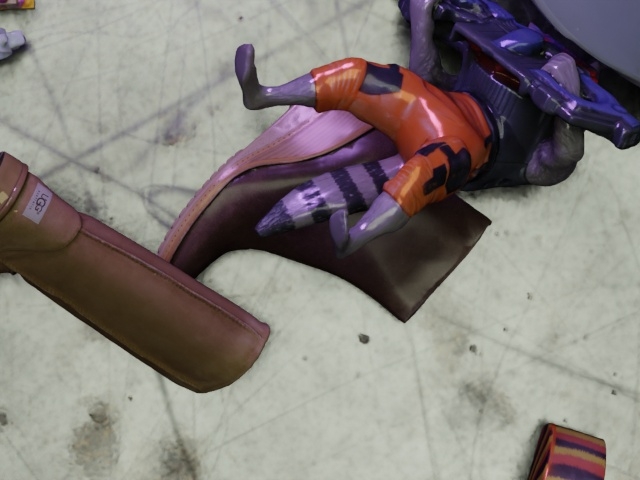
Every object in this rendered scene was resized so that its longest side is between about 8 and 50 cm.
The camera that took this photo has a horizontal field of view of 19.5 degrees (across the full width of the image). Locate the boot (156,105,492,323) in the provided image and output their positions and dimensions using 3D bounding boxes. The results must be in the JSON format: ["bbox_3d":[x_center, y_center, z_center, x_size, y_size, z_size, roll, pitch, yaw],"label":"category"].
[{"bbox_3d":[0.000,0.000,1.623,0.248,0.090,0.207,-45,86,-5],"label":"boot"}]

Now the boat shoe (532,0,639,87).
[{"bbox_3d":[0.278,-0.206,1.583,0.367,0.156,0.136,33,100,-22],"label":"boat shoe"}]

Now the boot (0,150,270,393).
[{"bbox_3d":[-0.210,0.046,1.603,0.269,0.236,0.089,35,66,-21],"label":"boot"}]

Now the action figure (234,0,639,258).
[{"bbox_3d":[0.087,-0.118,1.577,0.330,0.341,0.178,-11,132,-29],"label":"action figure"}]

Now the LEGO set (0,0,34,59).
[{"bbox_3d":[-0.331,-0.294,1.626,0.132,0.107,0.287,-26,88,-1],"label":"LEGO set"}]

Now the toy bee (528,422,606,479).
[{"bbox_3d":[0.194,0.308,1.578,0.195,0.162,0.298,-4,88,-2],"label":"toy bee"}]
